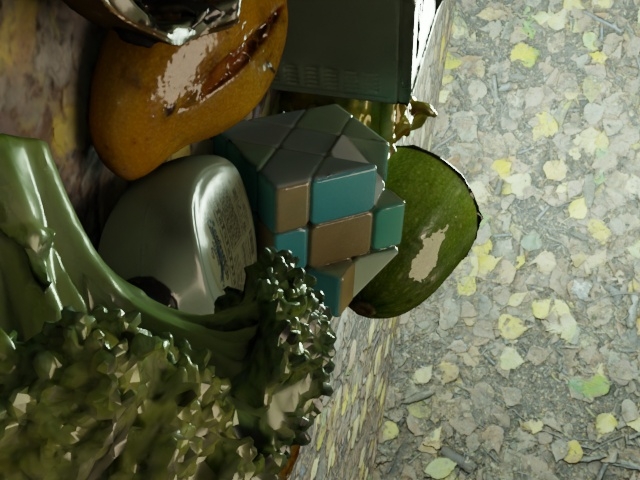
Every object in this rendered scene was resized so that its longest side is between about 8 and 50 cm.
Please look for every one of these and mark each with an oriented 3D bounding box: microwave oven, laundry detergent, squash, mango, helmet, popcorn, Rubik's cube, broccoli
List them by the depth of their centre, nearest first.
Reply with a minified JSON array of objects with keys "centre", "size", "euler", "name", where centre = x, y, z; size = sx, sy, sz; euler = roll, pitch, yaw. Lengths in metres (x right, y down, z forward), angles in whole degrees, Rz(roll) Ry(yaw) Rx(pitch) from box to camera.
[{"centre":[-0.140,0.088,0.480],"size":[0.375,0.249,0.302],"euler":[-17,112,-29],"name":"broccoli"},{"centre":[-0.146,-0.243,0.595],"size":[0.224,0.130,0.199],"euler":[-17,112,-63],"name":"helmet"},{"centre":[-0.134,0.043,0.771],"size":[0.280,0.105,0.215],"euler":[-78,163,-67],"name":"laundry detergent"},{"centre":[-0.115,-0.181,0.773],"size":[0.295,0.120,0.177],"euler":[-67,158,-43],"name":"mango"},{"centre":[-0.031,-0.035,1.006],"size":[0.265,0.224,0.213],"euler":[48,-36,47],"name":"Rubik's cube"},{"centre":[0.048,-0.332,1.078],"size":[0.181,0.237,0.295],"euler":[85,18,-46],"name":"microwave oven"},{"centre":[0.059,-0.201,1.221],"size":[0.181,0.216,0.235],"euler":[-53,-171,27],"name":"popcorn"},{"centre":[0.120,0.006,1.623],"size":[0.309,0.310,0.310],"euler":[-42,143,-40],"name":"squash"}]

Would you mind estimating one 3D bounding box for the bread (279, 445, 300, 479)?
[{"centre":[-0.091,0.232,1.138],"size":[0.230,0.122,0.230],"euler":[4,90,-75],"name":"bread"}]
